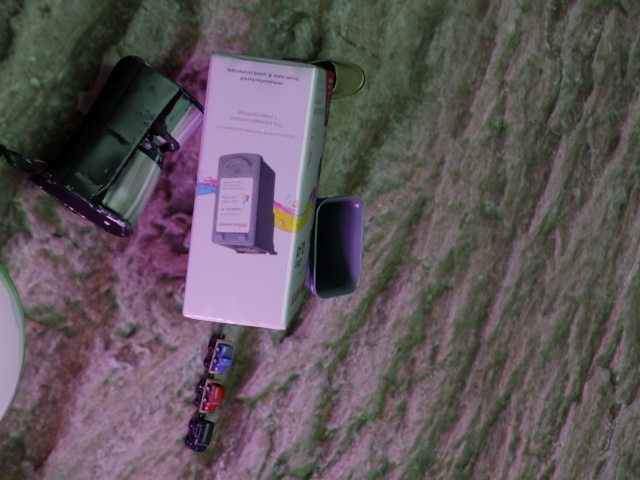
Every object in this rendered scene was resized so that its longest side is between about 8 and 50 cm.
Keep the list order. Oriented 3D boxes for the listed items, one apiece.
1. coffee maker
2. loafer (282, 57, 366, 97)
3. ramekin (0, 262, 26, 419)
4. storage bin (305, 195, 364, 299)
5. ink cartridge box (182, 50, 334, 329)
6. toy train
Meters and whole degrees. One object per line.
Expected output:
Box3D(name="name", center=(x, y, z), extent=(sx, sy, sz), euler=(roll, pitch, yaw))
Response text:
Box3D(name="coffee maker", center=(-0.238, -0.119, 1.441), extent=(0.171, 0.120, 0.178), euler=(42, 71, -40))
Box3D(name="loafer", center=(0.010, -0.215, 1.695), extent=(0.148, 0.050, 0.056), euler=(-5, 104, -42))
Box3D(name="ramekin", center=(-0.448, 0.104, 1.281), extent=(0.303, 0.148, 0.303), euler=(-12, 108, -40))
Box3D(name="storage bin", center=(0.000, 0.000, 1.709), extent=(0.098, 0.091, 0.135), euler=(-9, 107, -41))
Box3D(name="ink cartridge box", center=(-0.071, -0.065, 1.531), extent=(0.226, 0.131, 0.306), euler=(-51, 147, -82))
Box3D(name="toy train", center=(-0.144, 0.200, 1.663), extent=(0.027, 0.036, 0.158), euler=(13, 91, -44))
